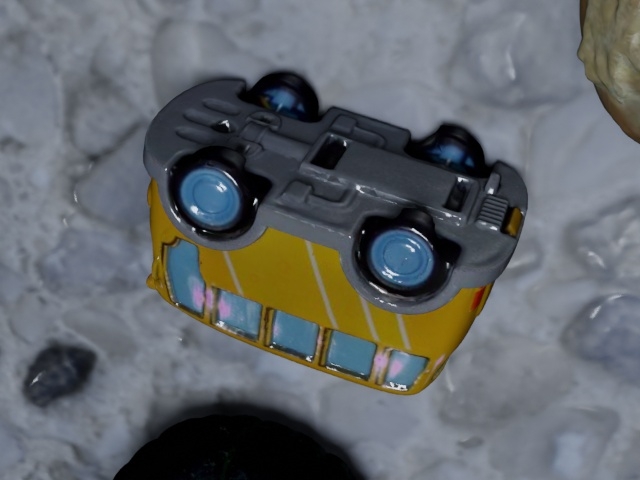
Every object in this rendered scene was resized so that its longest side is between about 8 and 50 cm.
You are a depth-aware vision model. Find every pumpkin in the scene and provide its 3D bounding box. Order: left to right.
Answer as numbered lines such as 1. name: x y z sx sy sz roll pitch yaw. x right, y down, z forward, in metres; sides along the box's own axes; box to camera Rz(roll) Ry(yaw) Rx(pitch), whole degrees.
1. pumpkin: -0.056 0.212 0.735 0.202 0.140 0.202 0 93 7

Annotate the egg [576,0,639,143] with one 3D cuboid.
1. egg: 0.228 -0.103 0.487 0.233 0.195 0.194 2 114 -4

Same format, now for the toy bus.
1. toy bus: 0.000 0.000 0.639 0.210 0.126 0.136 19 125 8
